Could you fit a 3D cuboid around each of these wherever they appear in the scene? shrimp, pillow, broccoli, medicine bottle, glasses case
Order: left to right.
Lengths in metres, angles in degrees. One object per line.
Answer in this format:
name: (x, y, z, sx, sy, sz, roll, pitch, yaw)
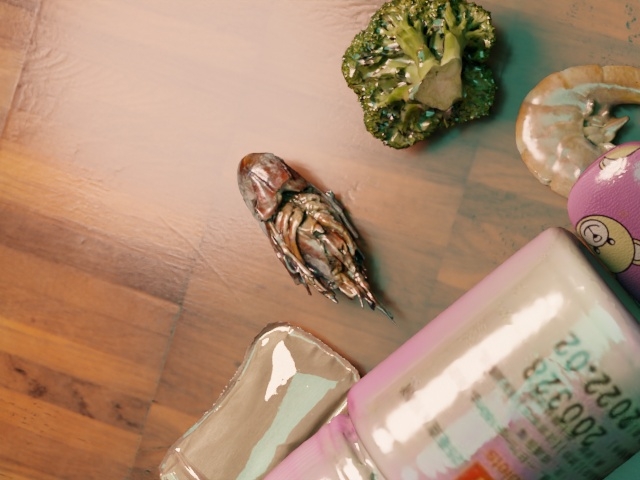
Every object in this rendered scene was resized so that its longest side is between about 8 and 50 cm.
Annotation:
pillow: (-0.064, 0.197, 1.901, 0.130, 0.038, 0.233, 38, 96, 14)
shrimp: (0.000, 0.000, 1.876, 0.233, 0.079, 0.090, 46, 61, 8)
broccoli: (0.103, -0.172, 1.828, 0.162, 0.138, 0.146, -31, 114, -2)
medicine bottle: (0.146, 0.184, 1.761, 0.388, 0.219, 0.219, -40, 80, 8)
shrimp: (0.317, -0.091, 1.812, 0.254, 0.059, 0.145, 17, 86, 13)
glasses case: (0.368, 0.038, 1.750, 0.316, 0.076, 0.123, 44, 124, -5)
